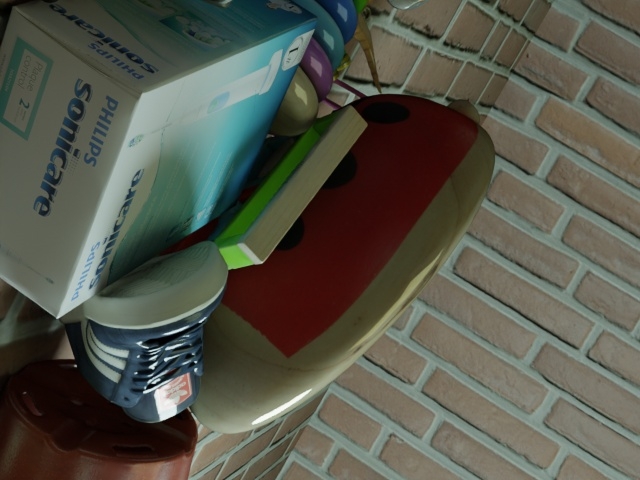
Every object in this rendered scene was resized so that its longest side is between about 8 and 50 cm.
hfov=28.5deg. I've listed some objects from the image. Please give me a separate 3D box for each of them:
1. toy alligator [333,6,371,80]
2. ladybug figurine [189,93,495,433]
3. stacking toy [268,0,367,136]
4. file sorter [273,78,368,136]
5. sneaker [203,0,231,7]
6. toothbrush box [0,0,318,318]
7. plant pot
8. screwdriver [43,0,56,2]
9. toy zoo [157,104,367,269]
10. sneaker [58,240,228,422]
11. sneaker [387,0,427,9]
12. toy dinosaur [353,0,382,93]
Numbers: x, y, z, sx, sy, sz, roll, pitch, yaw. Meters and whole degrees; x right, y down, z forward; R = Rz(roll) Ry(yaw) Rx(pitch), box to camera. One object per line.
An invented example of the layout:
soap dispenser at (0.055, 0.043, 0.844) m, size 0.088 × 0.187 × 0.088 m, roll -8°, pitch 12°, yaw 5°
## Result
toy alligator at (0.007, -0.237, 1.544) m, size 0.051 × 0.056 × 0.190 m, roll -13°, pitch -153°, yaw 33°
ladybug figurine at (0.000, 0.000, 1.335) m, size 0.449 × 0.162 × 0.305 m, roll -48°, pitch -160°, yaw -14°
stacking toy at (0.008, -0.268, 1.276) m, size 0.330 × 0.141 × 0.141 m, roll -58°, pitch 169°, yaw -21°
file sorter at (-0.005, -0.052, 1.625) m, size 0.291 × 0.182 × 0.202 m, roll -62°, pitch 167°, yaw 15°
sneaker at (-0.083, -0.253, 0.916) m, size 0.086 × 0.132 × 0.229 m, roll -53°, pitch 168°, yaw -22°
toothbrush box at (-0.150, -0.099, 1.050) m, size 0.295 × 0.126 × 0.216 m, roll -40°, pitch 160°, yaw -57°
plant pot at (-0.261, 0.284, 1.312) m, size 0.272 × 0.272 × 0.265 m, roll -27°, pitch 139°, yaw -68°
screwdriver at (-0.203, -0.209, 0.832) m, size 0.170 × 0.024 × 0.025 m, roll 75°, pitch 18°, yaw -65°
toy zoo at (-0.093, -0.035, 1.291) m, size 0.293 × 0.030 × 0.192 m, roll -15°, pitch -147°, yaw 54°
sneaker at (-0.148, 0.093, 1.150) m, size 0.131 × 0.148 × 0.350 m, roll -22°, pitch -176°, yaw -19°
sneaker at (0.112, -0.339, 1.541) m, size 0.083 × 0.084 × 0.215 m, roll -54°, pitch -168°, yaw 43°
toy dinosaur at (0.032, -0.270, 1.501) m, size 0.112 × 0.064 × 0.211 m, roll -57°, pitch 145°, yaw 5°
